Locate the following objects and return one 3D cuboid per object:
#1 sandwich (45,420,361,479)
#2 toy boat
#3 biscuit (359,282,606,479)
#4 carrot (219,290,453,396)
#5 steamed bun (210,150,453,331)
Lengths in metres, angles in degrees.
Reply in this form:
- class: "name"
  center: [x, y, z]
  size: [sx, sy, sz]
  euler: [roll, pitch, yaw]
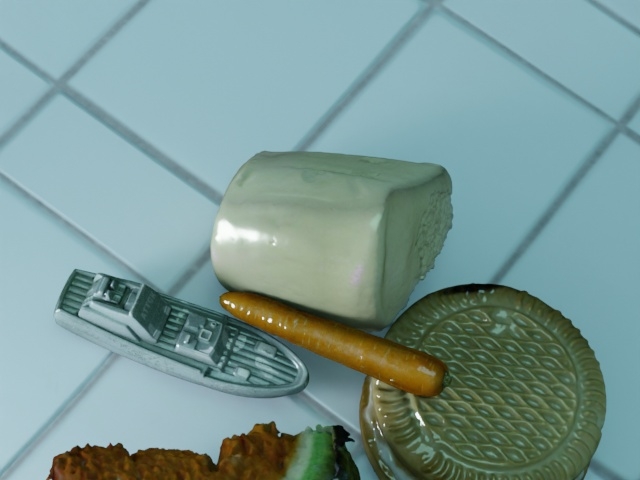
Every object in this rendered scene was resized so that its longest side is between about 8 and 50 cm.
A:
- class: "sandwich"
  center: [-0.124, 0.271, 1.765]
  size: [0.301, 0.162, 0.250]
  euler: [6, 23, 13]
- class: "toy boat"
  center: [-0.134, 0.095, 1.894]
  size: [0.260, 0.085, 0.078]
  euler: [20, 58, 2]
- class: "biscuit"
  center: [0.161, 0.165, 1.910]
  size: [0.259, 0.079, 0.259]
  euler: [4, 60, -7]
- class: "carrot"
  center: [0.013, 0.097, 1.872]
  size: [0.248, 0.043, 0.043]
  euler: [21, 59, 16]
- class: "steamed bun"
  center: [0.000, 0.000, 1.945]
  size: [0.225, 0.170, 0.200]
  euler: [10, 21, 20]
